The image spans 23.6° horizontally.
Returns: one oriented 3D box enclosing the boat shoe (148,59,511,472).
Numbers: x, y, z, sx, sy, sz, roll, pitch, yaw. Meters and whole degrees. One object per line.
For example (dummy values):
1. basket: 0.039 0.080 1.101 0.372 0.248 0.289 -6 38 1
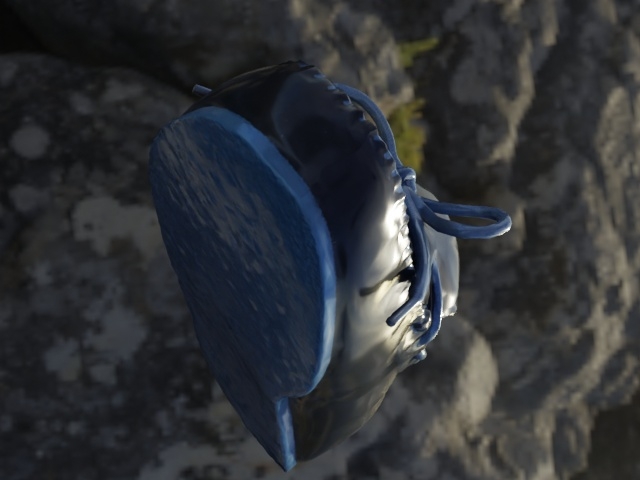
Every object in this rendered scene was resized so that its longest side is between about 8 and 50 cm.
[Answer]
1. boat shoe: 0.000 0.000 0.519 0.109 0.089 0.258 55 -13 11
